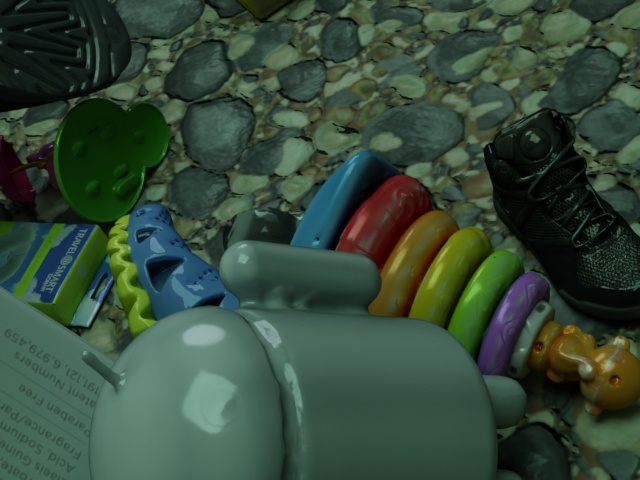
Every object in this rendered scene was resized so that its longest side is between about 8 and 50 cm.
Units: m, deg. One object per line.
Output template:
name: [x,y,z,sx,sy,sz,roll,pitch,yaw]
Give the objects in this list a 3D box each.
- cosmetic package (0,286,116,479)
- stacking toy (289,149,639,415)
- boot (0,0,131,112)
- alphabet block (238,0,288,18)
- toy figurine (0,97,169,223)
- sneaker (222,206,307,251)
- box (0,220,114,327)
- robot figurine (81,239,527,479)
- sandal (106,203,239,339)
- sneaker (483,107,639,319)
cosmetic package: [-0.396,0.222,1.155,0.329,0.327,0.393,-31,29,50]
stacking toy: [0.131,0.060,1.288,0.302,0.166,0.175,24,88,20]
boot: [-0.458,-0.131,1.669,0.445,0.367,0.146,-33,68,51]
alphabet block: [-0.065,-0.411,1.803,0.197,0.193,0.192,-34,42,-8]
toy figurine: [-0.274,-0.091,1.666,0.159,0.130,0.173,-1,26,38]
sneaker: [0.000,0.000,1.460,0.178,0.077,0.072,4,77,2]
box: [-0.296,0.033,1.590,0.178,0.042,0.109,2,50,28]
robot figurine: [-0.015,0.151,1.123,0.200,0.354,0.299,-18,70,55]
sandal: [-0.099,0.082,1.399,0.138,0.126,0.317,-25,51,-3]
sneaker: [0.211,-0.027,1.339,0.087,0.130,0.227,-32,45,-4]
